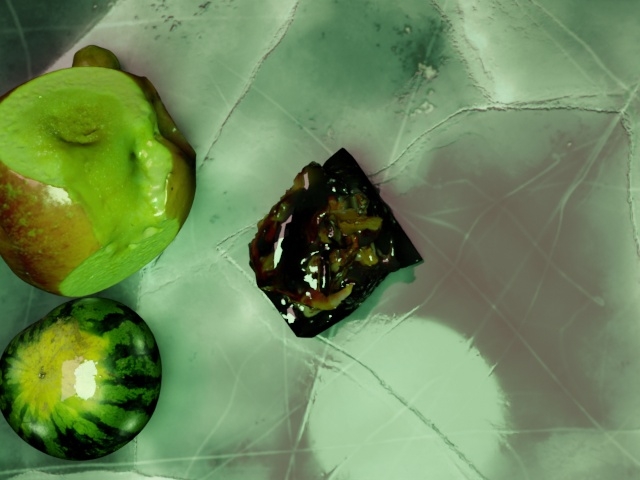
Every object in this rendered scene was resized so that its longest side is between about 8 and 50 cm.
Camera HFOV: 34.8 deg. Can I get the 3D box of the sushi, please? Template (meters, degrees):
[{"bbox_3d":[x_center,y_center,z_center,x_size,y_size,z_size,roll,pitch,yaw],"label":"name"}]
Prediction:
[{"bbox_3d":[-0.001,0.000,1.603,0.227,0.212,0.215,-35,76,7],"label":"sushi"}]

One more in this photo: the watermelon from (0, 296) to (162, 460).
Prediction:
[{"bbox_3d":[-0.380,0.221,1.639,0.268,0.269,0.269,-2,81,13],"label":"watermelon"}]

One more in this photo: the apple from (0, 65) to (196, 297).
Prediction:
[{"bbox_3d":[-0.368,-0.099,1.620,0.374,0.384,0.375,-3,101,-14],"label":"apple"}]

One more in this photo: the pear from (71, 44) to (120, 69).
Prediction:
[{"bbox_3d":[-0.393,-0.297,1.807,0.092,0.092,0.097,-20,120,9],"label":"pear"}]
